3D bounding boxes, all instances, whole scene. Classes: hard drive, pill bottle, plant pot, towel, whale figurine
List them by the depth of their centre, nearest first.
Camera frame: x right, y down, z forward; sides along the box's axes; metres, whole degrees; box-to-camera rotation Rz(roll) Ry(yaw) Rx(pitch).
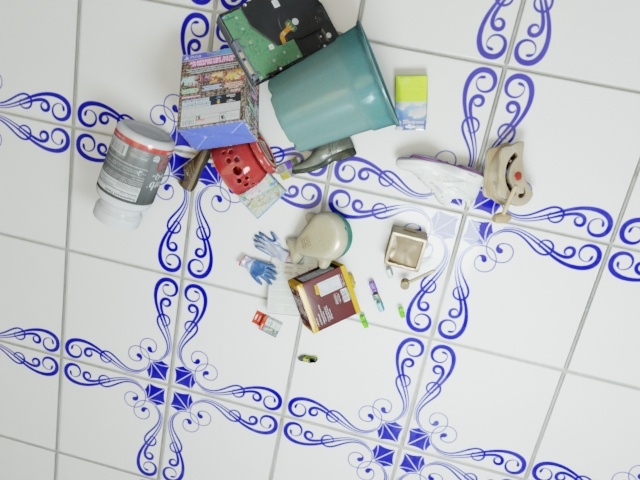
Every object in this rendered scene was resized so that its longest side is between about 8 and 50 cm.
[{"bbox_3d":[0.035,-0.457,1.707,0.334,0.341,0.341,-21,101,13],"label":"plant pot"},{"bbox_3d":[-0.131,-0.672,1.740,0.339,0.064,0.237,-33,98,-18],"label":"hard drive"},{"bbox_3d":[-0.262,-0.279,1.892,0.174,0.191,0.191,-27,99,12],"label":"plant pot"},{"bbox_3d":[-0.686,-0.234,1.966,0.210,0.210,0.363,28,109,1],"label":"pill bottle"},{"bbox_3d":[-0.115,-0.260,1.966,0.083,0.009,0.060,-22,100,15],"label":"towel"},{"bbox_3d":[0.000,0.000,1.969,0.272,0.141,0.216,-25,78,37],"label":"whale figurine"}]

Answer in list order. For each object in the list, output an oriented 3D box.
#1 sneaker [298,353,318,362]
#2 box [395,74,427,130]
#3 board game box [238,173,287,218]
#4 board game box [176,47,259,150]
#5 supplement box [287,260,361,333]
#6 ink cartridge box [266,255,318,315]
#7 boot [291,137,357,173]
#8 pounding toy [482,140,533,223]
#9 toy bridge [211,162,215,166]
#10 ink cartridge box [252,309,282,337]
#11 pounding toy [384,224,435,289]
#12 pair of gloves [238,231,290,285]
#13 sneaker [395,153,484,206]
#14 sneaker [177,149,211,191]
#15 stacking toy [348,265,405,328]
[{"bbox_3d":[-0.050,0.468,2.143,0.083,0.035,0.031,-4,104,11],"label":"sneaker"},{"bbox_3d":[0.305,-0.462,1.821,0.109,0.042,0.178,2,106,10],"label":"box"},{"bbox_3d":[-0.213,-0.167,1.999,0.154,0.026,0.103,-41,95,17],"label":"board game box"},{"bbox_3d":[-0.334,-0.473,1.805,0.232,0.141,0.291,-5,70,11],"label":"board game box"},{"bbox_3d":[0.012,0.203,1.970,0.194,0.129,0.191,-23,102,-15],"label":"supplement box"},{"bbox_3d":[-0.101,0.171,2.073,0.189,0.066,0.232,4,85,9],"label":"ink cartridge box"},{"bbox_3d":[-0.005,-0.337,1.898,0.246,0.083,0.161,-20,93,7],"label":"boot"},{"bbox_3d":[0.637,-0.189,1.763,0.154,0.155,0.270,0,95,-25],"label":"pounding toy"},{"bbox_3d":[-0.383,-0.356,1.956,0.026,0.063,0.188,-1,104,10],"label":"toy bridge"},{"bbox_3d":[-0.213,0.329,2.135,0.115,0.029,0.063,27,108,1],"label":"ink cartridge box"},{"bbox_3d":[0.321,0.068,1.942,0.181,0.094,0.206,14,113,3],"label":"pounding toy"},{"bbox_3d":[-0.209,0.066,2.047,0.159,0.023,0.198,32,99,5],"label":"pair of gloves"},{"bbox_3d":[0.395,-0.202,1.840,0.305,0.114,0.152,18,107,4],"label":"sneaker"},{"bbox_3d":[-0.470,-0.272,1.993,0.071,0.066,0.188,30,107,2],"label":"sneaker"},{"bbox_3d":[0.210,0.209,2.023,0.167,0.052,0.221,-16,104,15],"label":"stacking toy"}]
